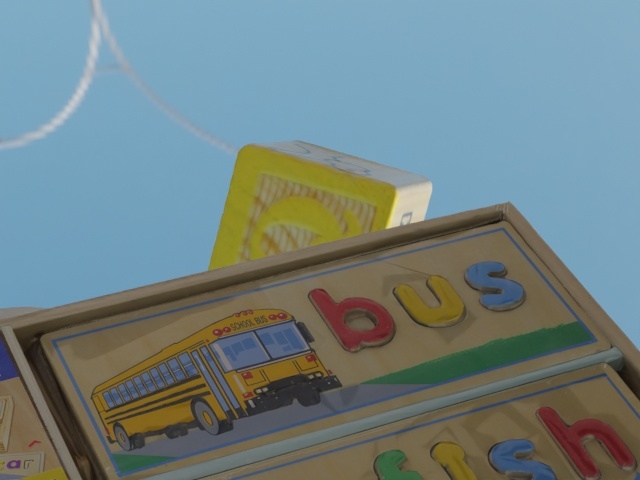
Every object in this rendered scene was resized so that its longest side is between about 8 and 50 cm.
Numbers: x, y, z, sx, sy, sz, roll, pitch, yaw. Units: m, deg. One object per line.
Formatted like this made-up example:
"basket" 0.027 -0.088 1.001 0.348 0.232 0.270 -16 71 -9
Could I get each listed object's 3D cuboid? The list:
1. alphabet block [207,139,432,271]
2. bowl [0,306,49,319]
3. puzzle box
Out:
"alphabet block" 0.000 0.000 1.886 0.192 0.193 0.197 15 -172 15
"bowl" -0.245 0.198 1.282 0.298 0.297 0.134 -2 176 7
"puzzle box" -0.014 0.114 0.836 0.409 0.052 0.272 -14 -137 -23
